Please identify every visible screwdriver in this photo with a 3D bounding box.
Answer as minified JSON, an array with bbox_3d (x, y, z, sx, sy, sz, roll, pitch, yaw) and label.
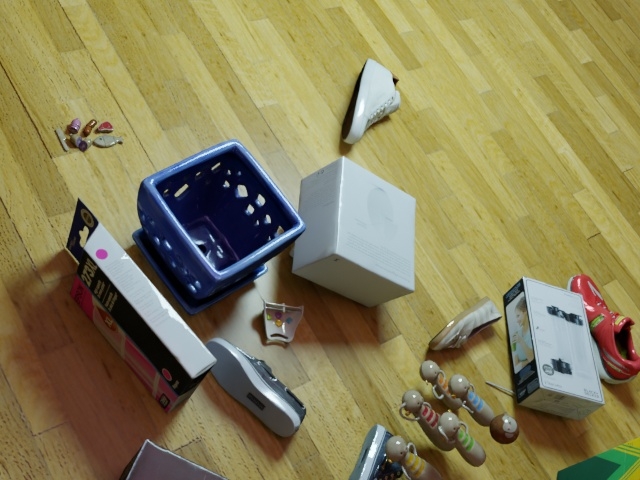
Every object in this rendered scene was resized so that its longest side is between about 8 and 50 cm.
[{"bbox_3d":[0.433,0.338,1.702,0.170,0.024,0.025,21,24,-11],"label":"screwdriver"}]

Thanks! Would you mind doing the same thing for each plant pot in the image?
[{"bbox_3d":[-0.205,-0.013,1.487,0.236,0.212,0.236,-31,76,-37],"label":"plant pot"}]

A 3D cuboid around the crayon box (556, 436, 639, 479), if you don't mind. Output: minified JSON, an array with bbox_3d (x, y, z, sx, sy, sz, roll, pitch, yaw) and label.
[{"bbox_3d":[0.696,0.526,1.524,0.363,0.313,0.106,29,51,-7],"label":"crayon box"}]

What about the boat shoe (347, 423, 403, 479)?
[{"bbox_3d":[0.106,0.432,1.450,0.083,0.065,0.183,33,50,-5],"label":"boat shoe"}]

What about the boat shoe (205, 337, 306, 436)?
[{"bbox_3d":[-0.114,0.258,1.451,0.228,0.080,0.076,41,34,7],"label":"boat shoe"}]

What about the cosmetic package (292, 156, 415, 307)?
[{"bbox_3d":[0.074,-0.011,1.624,0.224,0.138,0.225,27,53,-34],"label":"cosmetic package"}]

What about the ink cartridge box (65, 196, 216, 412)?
[{"bbox_3d":[-0.337,0.115,1.362,0.069,0.176,0.371,-33,78,-37],"label":"ink cartridge box"}]

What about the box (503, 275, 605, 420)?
[{"bbox_3d":[0.512,0.236,1.748,0.169,0.087,0.290,16,49,-17],"label":"box"}]

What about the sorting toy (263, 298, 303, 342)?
[{"bbox_3d":[-0.080,0.162,1.549,0.083,0.045,0.075,11,63,-20],"label":"sorting toy"}]

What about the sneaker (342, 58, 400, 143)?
[{"bbox_3d":[0.136,-0.332,1.930,0.123,0.106,0.290,25,51,-7],"label":"sneaker"}]

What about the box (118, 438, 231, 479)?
[{"bbox_3d":[-0.230,0.442,1.209,0.203,0.168,0.167,29,52,-8],"label":"box"}]

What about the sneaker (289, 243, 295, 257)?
[{"bbox_3d":[0.000,0.000,1.681,0.065,0.061,0.158,49,52,1],"label":"sneaker"}]

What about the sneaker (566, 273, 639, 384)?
[{"bbox_3d":[0.679,0.194,1.854,0.107,0.118,0.279,-4,62,-29],"label":"sneaker"}]

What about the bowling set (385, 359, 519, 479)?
[{"bbox_3d":[0.256,0.323,1.478,0.154,0.200,0.287,48,36,-20],"label":"bowling set"}]

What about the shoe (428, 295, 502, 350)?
[{"bbox_3d":[0.317,0.188,1.705,0.219,0.076,0.058,-27,70,-38],"label":"shoe"}]

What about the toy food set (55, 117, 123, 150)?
[{"bbox_3d":[-0.472,-0.221,1.612,0.122,0.019,0.078,-18,69,-34],"label":"toy food set"}]
